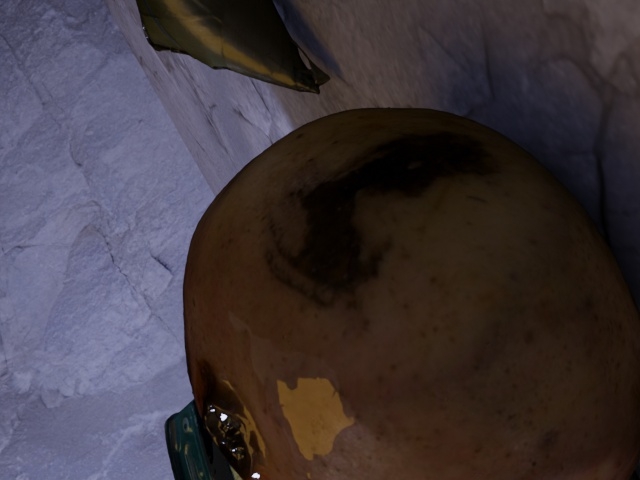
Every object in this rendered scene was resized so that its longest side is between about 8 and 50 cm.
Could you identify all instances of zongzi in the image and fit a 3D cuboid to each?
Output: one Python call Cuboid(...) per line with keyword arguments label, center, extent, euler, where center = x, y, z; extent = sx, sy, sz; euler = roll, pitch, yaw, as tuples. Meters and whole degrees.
Cuboid(label="zongzi", center=(-0.118, -0.293, 0.818), extent=(0.289, 0.123, 0.260), euler=(34, 151, 46))

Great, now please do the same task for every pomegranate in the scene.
Cuboid(label="pomegranate", center=(0.052, 0.063, 0.536), extent=(0.322, 0.322, 0.322), euler=(57, 169, 17))

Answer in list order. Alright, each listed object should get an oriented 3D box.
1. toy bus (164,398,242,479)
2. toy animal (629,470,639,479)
Cuboid(label="toy bus", center=(0.003, 0.176, 0.742), extent=(0.147, 0.256, 0.128), euler=(-47, 56, 46))
Cuboid(label="toy animal", center=(0.191, 0.232, 0.663), extent=(0.197, 0.160, 0.272), euler=(57, -165, -12))
